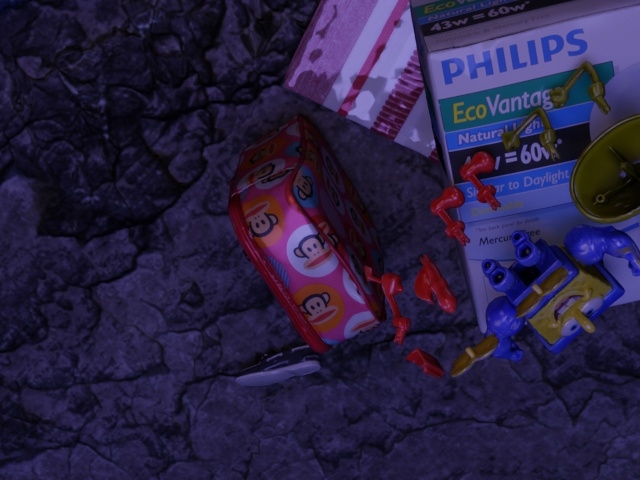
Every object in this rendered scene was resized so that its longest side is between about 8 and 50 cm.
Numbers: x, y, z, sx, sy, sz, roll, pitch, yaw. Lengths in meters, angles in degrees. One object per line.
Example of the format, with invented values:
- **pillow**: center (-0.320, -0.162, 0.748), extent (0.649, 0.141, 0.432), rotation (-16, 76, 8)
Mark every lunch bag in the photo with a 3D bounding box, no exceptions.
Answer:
- **lunch bag**: center (0.000, 0.000, 1.694), extent (0.120, 0.293, 0.258), rotation (-30, 109, 13)

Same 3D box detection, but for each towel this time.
- **towel**: center (0.147, -0.224, 1.713), extent (0.329, 0.037, 0.237), rotation (26, 113, -8)

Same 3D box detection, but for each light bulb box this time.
- **light bulb box**: center (0.311, -0.130, 1.605), extent (0.357, 0.225, 0.361), rotation (-13, 117, 3)

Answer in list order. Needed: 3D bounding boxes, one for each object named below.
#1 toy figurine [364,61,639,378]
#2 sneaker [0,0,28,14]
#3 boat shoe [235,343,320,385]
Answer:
- **toy figurine**: center (0.256, 0.014, 1.501), extent (0.362, 0.191, 0.217), rotation (-46, 141, 11)
- **sneaker**: center (-0.357, -0.321, 1.665), extent (0.148, 0.131, 0.350), rotation (39, 113, -7)
- **boat shoe**: center (-0.060, 0.173, 1.922), extent (0.125, 0.038, 0.046), rotation (-16, 154, 19)
